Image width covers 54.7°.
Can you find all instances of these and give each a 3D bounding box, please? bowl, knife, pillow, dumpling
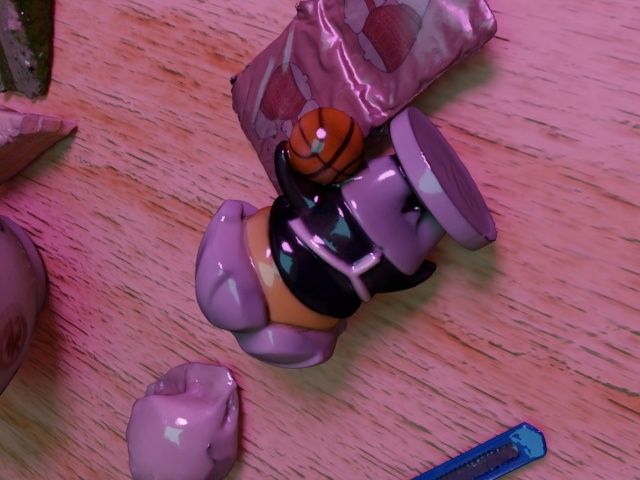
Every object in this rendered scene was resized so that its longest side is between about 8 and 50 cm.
[{"bbox_3d":[-0.445,0.055,0.748,0.337,0.157,0.337,9,110,26],"label":"bowl"},{"bbox_3d":[0.081,0.240,0.578,0.296,0.026,0.044,-41,68,29],"label":"knife"},{"bbox_3d":[0.021,-0.146,0.520,0.248,0.049,0.135,-37,80,34],"label":"pillow"},{"bbox_3d":[-0.163,0.211,0.676,0.150,0.092,0.176,29,119,36],"label":"dumpling"}]

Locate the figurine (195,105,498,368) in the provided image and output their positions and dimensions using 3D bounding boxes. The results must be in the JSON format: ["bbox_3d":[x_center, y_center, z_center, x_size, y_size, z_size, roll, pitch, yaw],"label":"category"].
[{"bbox_3d":[0.000,0.000,0.496,0.236,0.133,0.176,-34,114,25],"label":"figurine"}]

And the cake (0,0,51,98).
[{"bbox_3d":[-0.342,-0.287,0.703,0.100,0.099,0.235,18,129,24],"label":"cake"}]

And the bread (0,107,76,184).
[{"bbox_3d":[-0.366,-0.102,0.724,0.152,0.077,0.105,15,103,29],"label":"bread"}]
